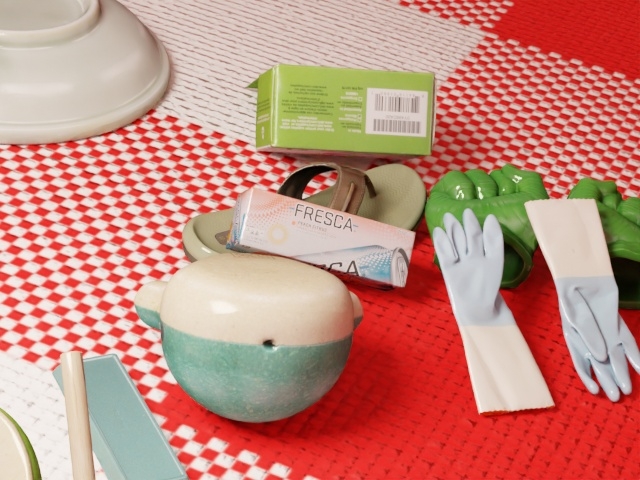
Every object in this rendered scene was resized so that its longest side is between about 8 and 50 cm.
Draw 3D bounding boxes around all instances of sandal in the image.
[{"bbox_3d":[-0.005,-0.033,1.668,0.303,0.086,0.120,-16,41,-34],"label":"sandal"}]

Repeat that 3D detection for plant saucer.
[{"bbox_3d":[-0.177,0.163,1.387,0.067,0.018,0.192,-8,36,-26],"label":"plant saucer"},{"bbox_3d":[-0.380,-0.257,1.903,0.400,0.100,0.400,7,32,-4],"label":"plant saucer"}]

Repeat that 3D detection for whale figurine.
[{"bbox_3d":[-0.068,0.084,1.463,0.216,0.141,0.272,2,9,-12],"label":"whale figurine"}]

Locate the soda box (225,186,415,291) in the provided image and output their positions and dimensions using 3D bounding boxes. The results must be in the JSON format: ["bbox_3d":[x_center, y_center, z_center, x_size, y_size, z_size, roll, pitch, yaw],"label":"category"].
[{"bbox_3d":[0.000,0.000,1.590,0.183,0.063,0.058,15,-10,-15],"label":"soda box"}]

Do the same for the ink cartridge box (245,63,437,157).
[{"bbox_3d":[0.016,-0.146,1.858,0.189,0.097,0.255,3,-1,-11],"label":"ink cartridge box"}]

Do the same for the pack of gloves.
[{"bbox_3d":[0.215,0.069,1.575,0.195,0.046,0.232,-2,61,-20],"label":"pack of gloves"}]

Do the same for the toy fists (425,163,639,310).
[{"bbox_3d":[0.252,-0.014,1.702,0.279,0.096,0.142,8,32,0],"label":"toy fists"}]

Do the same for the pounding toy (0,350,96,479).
[{"bbox_3d":[-0.249,0.208,1.201,0.237,0.110,0.183,-20,64,16],"label":"pounding toy"}]
